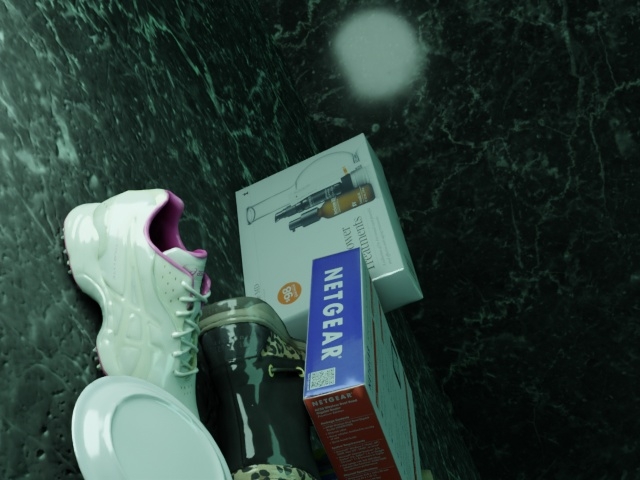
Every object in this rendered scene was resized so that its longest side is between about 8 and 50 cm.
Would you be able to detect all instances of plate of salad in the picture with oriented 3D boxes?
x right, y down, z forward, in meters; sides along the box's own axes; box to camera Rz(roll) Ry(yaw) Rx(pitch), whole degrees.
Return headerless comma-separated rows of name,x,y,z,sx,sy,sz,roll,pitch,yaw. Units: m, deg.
plate of salad,-0.157,0.215,0.771,0.200,0.048,0.200,44,18,-19

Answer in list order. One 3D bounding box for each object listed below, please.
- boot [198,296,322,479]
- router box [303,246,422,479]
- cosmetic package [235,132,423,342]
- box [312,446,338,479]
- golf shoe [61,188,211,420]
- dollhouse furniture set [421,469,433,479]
boot,-0.047,0.269,1.109,0.377,0.138,0.284,59,16,-55
router box,0.067,0.222,1.191,0.335,0.082,0.301,-87,159,-61
cosmetic package,0.000,0.000,1.483,0.097,0.285,0.377,54,16,-41
box,0.016,0.365,1.254,0.178,0.109,0.042,-55,124,-77
golf shoe,-0.176,0.084,0.897,0.115,0.140,0.306,8,60,-77
dollhouse furniture set,0.114,0.460,1.274,0.144,0.123,0.151,-100,-165,-72
